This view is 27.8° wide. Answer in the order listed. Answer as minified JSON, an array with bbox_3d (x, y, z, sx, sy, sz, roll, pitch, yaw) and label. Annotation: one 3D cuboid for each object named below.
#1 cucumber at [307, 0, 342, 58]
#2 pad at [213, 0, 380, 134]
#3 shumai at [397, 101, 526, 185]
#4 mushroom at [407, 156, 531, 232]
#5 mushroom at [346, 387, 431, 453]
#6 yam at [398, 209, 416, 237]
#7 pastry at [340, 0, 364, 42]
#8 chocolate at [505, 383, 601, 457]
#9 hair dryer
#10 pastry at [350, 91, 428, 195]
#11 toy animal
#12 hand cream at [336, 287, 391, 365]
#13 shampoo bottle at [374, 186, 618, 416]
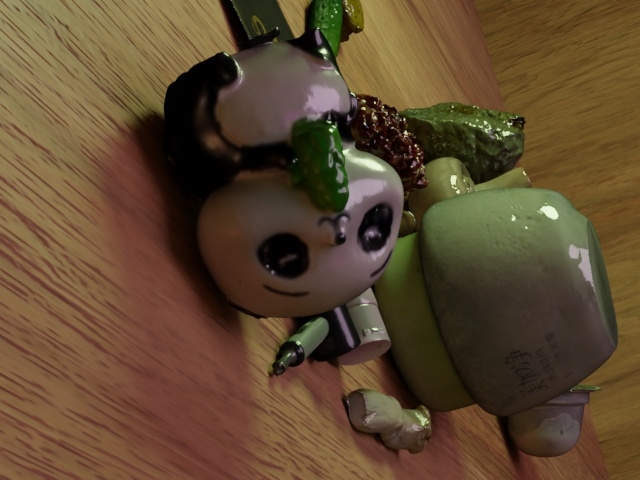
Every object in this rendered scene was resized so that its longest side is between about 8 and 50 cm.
[{"bbox_3d":[0.008,-0.331,1.997,0.250,0.056,0.056,-85,151,-51],"label":"cucumber"},{"bbox_3d":[-0.028,-0.238,1.682,0.375,0.063,0.315,64,16,0],"label":"pad"},{"bbox_3d":[0.254,-0.144,2.395,0.189,0.256,0.218,-23,118,-36],"label":"shumai"},{"bbox_3d":[0.263,-0.056,2.234,0.207,0.215,0.207,-23,90,-82],"label":"mushroom"},{"bbox_3d":[0.085,0.220,1.605,0.202,0.054,0.059,36,39,-57],"label":"mushroom"},{"bbox_3d":[0.099,-0.019,1.945,0.264,0.046,0.046,-14,84,-74],"label":"yam"},{"bbox_3d":[0.035,-0.382,2.144,0.109,0.057,0.097,58,21,-34],"label":"pastry"},{"bbox_3d":[0.408,0.327,2.409,0.221,0.221,0.147,8,91,-73],"label":"chocolate"},{"bbox_3d":[-0.017,0.102,1.410,0.100,0.057,0.198,66,21,-8],"label":"hair dryer"},{"bbox_3d":[0.090,-0.139,1.955,0.208,0.115,0.097,50,37,-56],"label":"pastry"},{"bbox_3d":[-0.034,-0.060,1.251,0.266,0.213,0.212,66,15,9],"label":"toy animal"},{"bbox_3d":[0.000,0.000,1.591,0.111,0.070,0.312,37,29,-61],"label":"hand cream"},{"bbox_3d":[0.257,0.083,1.851,0.322,0.317,0.322,-21,90,-77],"label":"shampoo bottle"}]
